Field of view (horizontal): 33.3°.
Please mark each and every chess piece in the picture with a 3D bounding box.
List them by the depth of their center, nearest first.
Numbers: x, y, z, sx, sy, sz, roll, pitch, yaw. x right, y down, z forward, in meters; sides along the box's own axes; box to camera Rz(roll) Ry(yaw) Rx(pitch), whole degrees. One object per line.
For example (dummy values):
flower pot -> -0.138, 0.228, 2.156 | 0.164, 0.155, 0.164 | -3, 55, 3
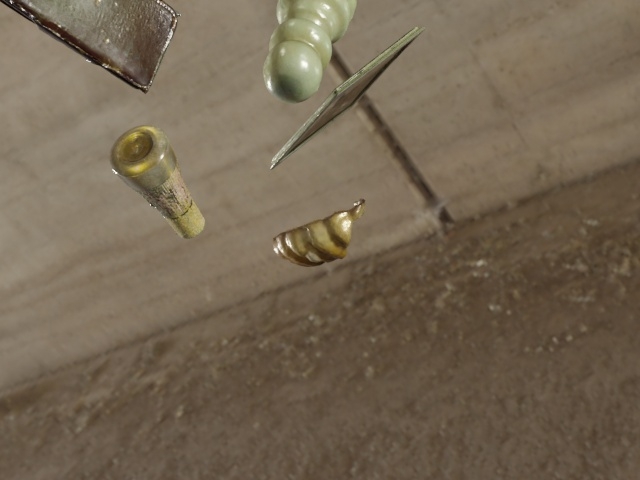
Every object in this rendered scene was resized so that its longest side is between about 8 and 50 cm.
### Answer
chess piece -> -0.029, -0.322, 1.719 | 0.133, 0.133, 0.243 | -19, 39, 36

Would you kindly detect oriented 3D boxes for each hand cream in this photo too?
hand cream -> -0.211, -0.071, 1.467 | 0.084, 0.203, 0.084 | -9, 57, 14

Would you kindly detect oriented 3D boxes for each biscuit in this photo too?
biscuit -> 0.000, 0.000, 1.356 | 0.118, 0.061, 0.183 | -21, 1, -8

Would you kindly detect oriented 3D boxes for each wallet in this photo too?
wallet -> -0.270, -0.271, 1.212 | 0.031, 0.232, 0.121 | -6, 59, 48

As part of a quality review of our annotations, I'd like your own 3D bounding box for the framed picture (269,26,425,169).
framed picture -> 0.037, -0.242, 1.814 | 0.232, 0.019, 0.296 | -41, 0, -32
